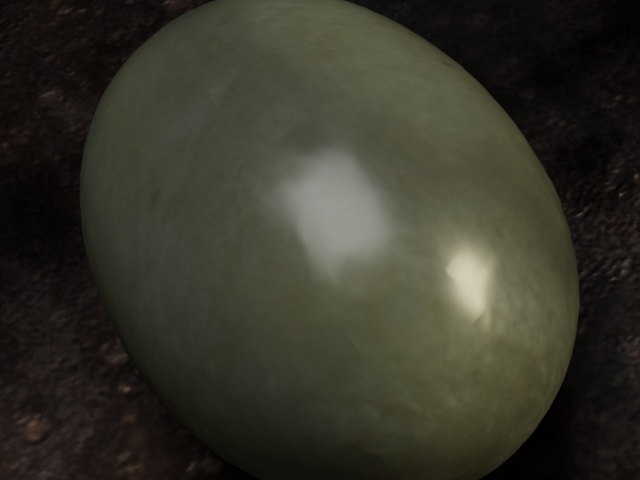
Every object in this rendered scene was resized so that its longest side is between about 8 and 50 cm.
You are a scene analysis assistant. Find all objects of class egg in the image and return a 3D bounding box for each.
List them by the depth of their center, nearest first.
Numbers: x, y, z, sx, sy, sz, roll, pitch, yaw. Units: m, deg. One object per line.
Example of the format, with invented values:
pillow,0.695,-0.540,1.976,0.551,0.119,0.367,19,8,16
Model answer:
egg,0.000,0.000,1.076,0.258,0.258,0.352,-25,50,-8
